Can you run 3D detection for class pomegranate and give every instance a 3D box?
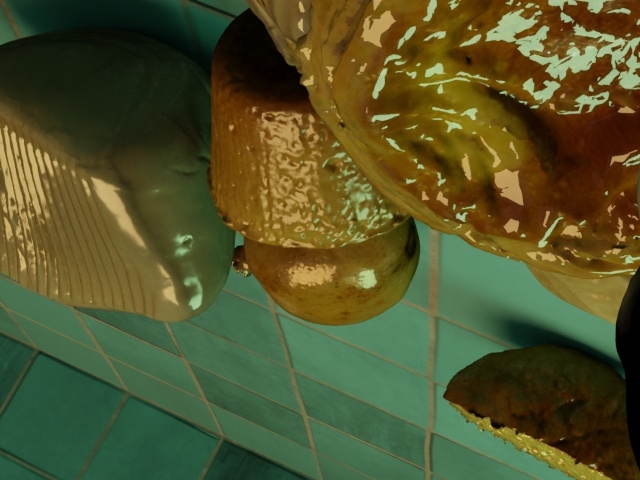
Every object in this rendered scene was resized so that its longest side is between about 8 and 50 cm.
[{"bbox_3d":[0.000,0.000,1.218,0.196,0.196,0.196,24,159,10],"label":"pomegranate"}]

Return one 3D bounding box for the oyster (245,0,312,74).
[{"bbox_3d":[-0.022,-0.222,0.802,0.275,0.100,0.271,57,172,25],"label":"oyster"}]

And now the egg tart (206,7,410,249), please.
[{"bbox_3d":[-0.005,-0.109,0.988,0.202,0.202,0.147,18,144,24],"label":"egg tart"}]

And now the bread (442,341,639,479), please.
[{"bbox_3d":[0.278,0.194,1.386,0.260,0.134,0.129,31,170,7],"label":"bread"}]

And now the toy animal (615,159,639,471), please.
[{"bbox_3d":[0.264,0.000,0.586,0.251,0.251,0.310,19,129,23],"label":"toy animal"}]

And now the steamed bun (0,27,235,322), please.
[{"bbox_3d":[-0.215,-0.088,1.201,0.383,0.236,0.247,13,134,40],"label":"steamed bun"}]

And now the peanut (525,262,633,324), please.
[{"bbox_3d":[0.199,-0.031,0.931,0.313,0.152,0.152,30,159,-18],"label":"peanut"}]

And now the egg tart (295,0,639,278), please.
[{"bbox_3d":[0.160,-0.119,0.729,0.352,0.150,0.352,5,143,4],"label":"egg tart"}]
